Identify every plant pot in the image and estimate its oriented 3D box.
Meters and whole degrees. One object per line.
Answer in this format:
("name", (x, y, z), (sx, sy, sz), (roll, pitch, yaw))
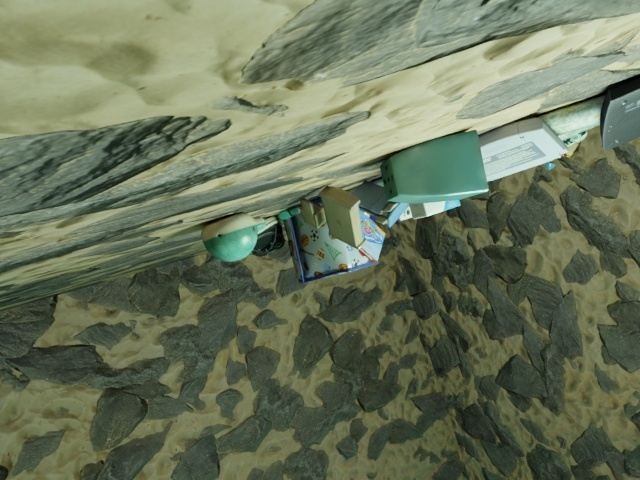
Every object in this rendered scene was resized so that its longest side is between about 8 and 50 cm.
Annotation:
("plant pot", (0.295, -0.182, 1.190), (0.235, 0.165, 0.165), (-11, 179, -8))

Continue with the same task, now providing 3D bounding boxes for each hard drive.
("hard drive", (0.889, -0.369, 1.242), (0.172, 0.054, 0.255), (-23, 149, 19))

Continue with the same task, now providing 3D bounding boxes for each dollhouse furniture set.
("dollhouse furniture set", (0.123, -0.171, 1.510), (0.287, 0.198, 0.303), (28, -121, 33))

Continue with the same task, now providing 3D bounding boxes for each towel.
("towel", (0.829, -0.389, 1.459), (0.321, 0.090, 0.374), (-18, 180, 5))

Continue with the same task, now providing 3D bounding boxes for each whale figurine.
("whale figurine", (-0.273, -0.008, 1.443), (0.217, 0.141, 0.272), (-18, -179, 10))

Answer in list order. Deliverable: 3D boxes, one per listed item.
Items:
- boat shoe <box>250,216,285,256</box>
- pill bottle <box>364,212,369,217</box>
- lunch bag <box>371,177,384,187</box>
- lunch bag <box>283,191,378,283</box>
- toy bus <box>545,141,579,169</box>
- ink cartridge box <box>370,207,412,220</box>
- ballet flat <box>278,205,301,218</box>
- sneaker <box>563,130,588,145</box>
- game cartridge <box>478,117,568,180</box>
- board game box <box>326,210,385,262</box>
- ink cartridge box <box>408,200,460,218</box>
("boat shoe", (-0.253, -0.012, 1.941), (0.187, 0.155, 0.500), (-16, 179, 4))
("pill bottle", (0.103, -0.121, 2.066), (0.161, 0.160, 0.283), (-18, 180, 42))
("lunch bag", (0.327, -0.218, 1.753), (0.224, 0.107, 0.279), (-18, 180, 37))
("lunch bag", (0.000, 0.000, 1.842), (0.239, 0.327, 0.386), (-11, 177, -44))
("toy bus", (0.921, -0.407, 1.728), (0.191, 0.202, 0.104), (-25, -150, 2))
("ink cartridge box", (0.329, -0.129, 1.775), (0.333, 0.065, 0.166), (-14, -167, -35))
("ballet flat", (-0.119, -0.114, 1.757), (0.115, 0.041, 0.041), (-17, -179, 37))
("sneaker", (0.976, -0.387, 1.670), (0.098, 0.038, 0.069), (-29, 161, 39))
("game cartridge", (0.584, -0.279, 1.376), (0.198, 0.062, 0.297), (29, 150, -33))
("board game box", (0.144, -0.050, 1.703), (0.027, 0.281, 0.144), (-17, -138, 46))
("ink cartridge box", (0.340, -0.178, 1.371), (0.140, 0.190, 0.082), (-18, -179, -24))
